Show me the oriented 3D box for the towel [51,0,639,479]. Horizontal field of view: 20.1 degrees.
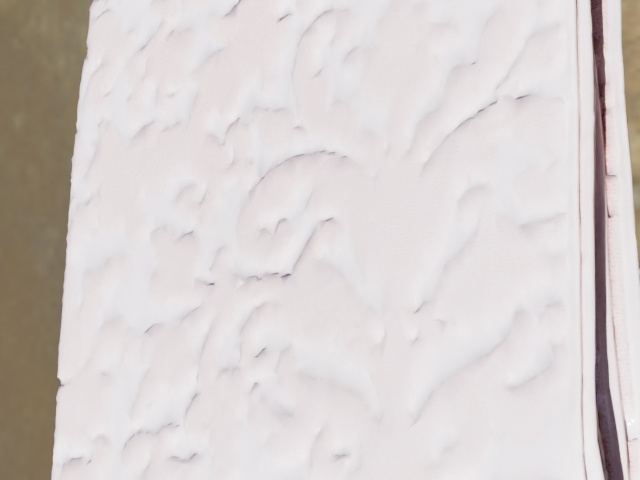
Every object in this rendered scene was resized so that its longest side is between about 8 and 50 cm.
[{"bbox_3d":[0.000,0.000,0.794,0.332,0.053,0.317,-14,69,45],"label":"towel"}]
